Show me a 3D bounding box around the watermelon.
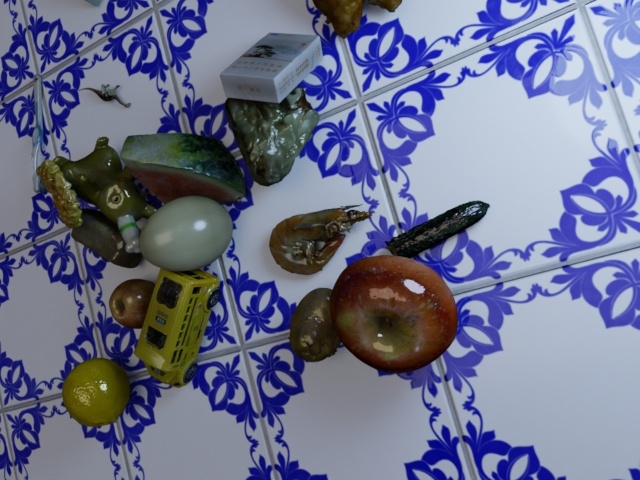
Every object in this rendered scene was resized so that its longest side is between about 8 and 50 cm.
[{"bbox_3d":[-0.360,-0.175,1.346,0.309,0.231,0.193,-4,85,-22],"label":"watermelon"}]

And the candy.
[{"bbox_3d":[-0.617,-0.011,1.492,0.233,0.102,0.104,27,101,23],"label":"candy"}]

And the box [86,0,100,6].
[{"bbox_3d":[-0.674,-0.836,1.519,0.129,0.086,0.225,42,105,17],"label":"box"}]

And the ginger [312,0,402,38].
[{"bbox_3d":[0.091,-0.654,1.166,0.274,0.152,0.358,29,102,0],"label":"ginger"}]

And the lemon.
[{"bbox_3d":[-0.633,0.434,1.462,0.178,0.178,0.203,-48,72,16],"label":"lemon"}]

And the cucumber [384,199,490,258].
[{"bbox_3d":[0.258,-0.024,1.137,0.245,0.067,0.067,-30,79,22],"label":"cucumber"}]

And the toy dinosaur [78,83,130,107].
[{"bbox_3d":[-0.641,-0.446,1.534,0.180,0.037,0.058,20,93,21],"label":"toy dinosaur"}]

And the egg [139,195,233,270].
[{"bbox_3d":[-0.339,-0.017,1.306,0.186,0.241,0.186,32,131,45],"label":"egg"}]

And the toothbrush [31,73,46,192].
[{"bbox_3d":[-0.913,-0.345,1.650,0.040,0.040,0.387,-4,88,23],"label":"toothbrush"}]

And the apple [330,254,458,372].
[{"bbox_3d":[0.157,0.153,1.107,0.271,0.206,0.252,-5,103,22],"label":"apple"}]

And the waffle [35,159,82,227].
[{"bbox_3d":[-0.713,-0.123,1.402,0.148,0.051,0.194,-16,105,50],"label":"waffle"}]

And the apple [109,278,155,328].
[{"bbox_3d":[-0.513,0.175,1.428,0.146,0.131,0.147,-4,82,28],"label":"apple"}]

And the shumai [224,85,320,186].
[{"bbox_3d":[-0.109,-0.270,1.257,0.218,0.189,0.256,-27,73,-1],"label":"shumai"}]

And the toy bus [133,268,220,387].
[{"bbox_3d":[-0.394,0.233,1.372,0.145,0.151,0.332,22,98,19],"label":"toy bus"}]

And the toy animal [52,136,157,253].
[{"bbox_3d":[-0.565,-0.135,1.423,0.362,0.181,0.181,33,138,25],"label":"toy animal"}]

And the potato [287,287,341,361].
[{"bbox_3d":[-0.005,0.201,1.223,0.137,0.137,0.176,29,80,20],"label":"potato"}]

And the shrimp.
[{"bbox_3d":[0.000,0.000,1.249,0.287,0.063,0.152,-14,87,26],"label":"shrimp"}]

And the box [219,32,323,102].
[{"bbox_3d":[-0.110,-0.414,1.214,0.149,0.233,0.067,15,138,22],"label":"box"}]
